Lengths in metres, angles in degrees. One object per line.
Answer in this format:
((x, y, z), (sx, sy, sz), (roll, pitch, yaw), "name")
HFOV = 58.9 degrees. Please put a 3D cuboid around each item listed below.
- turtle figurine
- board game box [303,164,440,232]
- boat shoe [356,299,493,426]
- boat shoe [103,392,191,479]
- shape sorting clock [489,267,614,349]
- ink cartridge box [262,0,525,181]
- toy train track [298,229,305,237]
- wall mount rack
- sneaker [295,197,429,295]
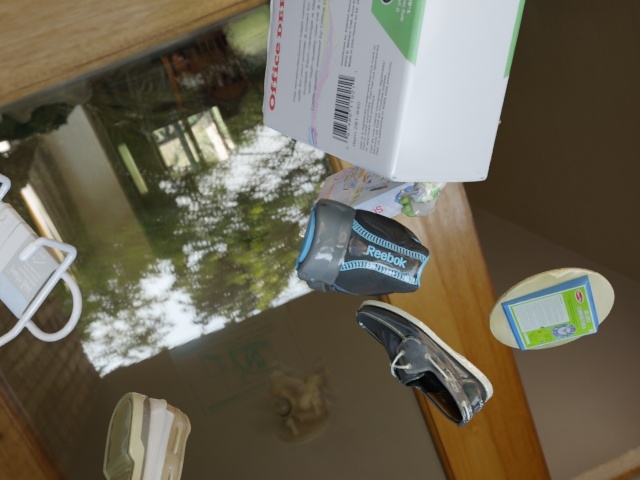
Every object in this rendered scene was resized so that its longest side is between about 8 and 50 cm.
((0.148, -0.155, 0.974), (0.274, 0.198, 0.266), (-38, 161, -19), "turtle figurine")
((0.135, -0.133, 1.386), (0.317, 0.066, 0.319), (-24, -159, 23), "board game box")
((0.139, 0.175, 0.842), (0.233, 0.084, 0.079), (39, -121, 20), "boat shoe")
((-0.222, 0.350, 0.724), (0.113, 0.103, 0.302), (-33, -135, 38), "boat shoe")
((0.388, 0.118, 0.960), (0.206, 0.206, 0.040), (-16, -138, 16), "shape sorting clock")
((0.052, -0.191, 0.577), (0.117, 0.202, 0.278), (-3, -159, -29), "ink cartridge box")
((0.000, 0.000, 1.008), (0.083, 0.048, 0.014), (21, -176, -17), "toy train track")
((-0.560, 0.062, 0.900), (0.304, 0.350, 0.130), (-52, 159, 2), "wall mount rack")
((0.056, 0.027, 0.742), (0.139, 0.125, 0.341), (17, -177, 5), "sneaker")
